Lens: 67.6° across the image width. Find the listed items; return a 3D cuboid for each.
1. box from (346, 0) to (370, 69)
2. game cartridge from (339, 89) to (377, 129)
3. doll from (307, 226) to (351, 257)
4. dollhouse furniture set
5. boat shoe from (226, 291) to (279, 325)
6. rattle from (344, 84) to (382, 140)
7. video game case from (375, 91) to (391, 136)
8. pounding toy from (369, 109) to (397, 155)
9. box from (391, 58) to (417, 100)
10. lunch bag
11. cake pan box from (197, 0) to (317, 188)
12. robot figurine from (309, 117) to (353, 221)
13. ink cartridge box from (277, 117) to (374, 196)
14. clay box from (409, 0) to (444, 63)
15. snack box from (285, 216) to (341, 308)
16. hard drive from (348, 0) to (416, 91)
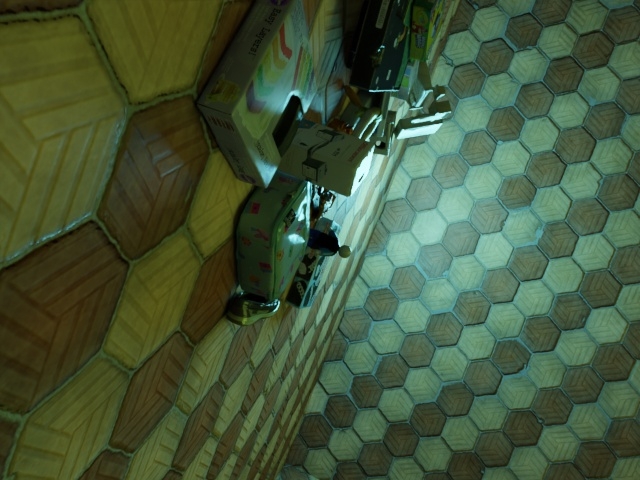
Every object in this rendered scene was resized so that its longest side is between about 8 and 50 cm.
[{"bbox_3d":[0.149,-0.555,1.326,0.147,0.078,0.180,-39,148,-64],"label":"box"},{"bbox_3d":[0.103,-0.350,1.539,0.198,0.062,0.297,88,26,-51],"label":"game cartridge"},{"bbox_3d":[0.000,0.000,1.348,0.129,0.189,0.046,-54,161,-48],"label":"doll"},{"bbox_3d":[0.359,-0.609,1.916,0.303,0.174,0.355,115,-37,-81],"label":"dollhouse furniture set"},{"bbox_3d":[-0.154,0.150,1.196,0.073,0.080,0.223,-67,164,15],"label":"boat shoe"},{"bbox_3d":[0.076,-0.314,1.369,0.199,0.143,0.130,-56,-174,33],"label":"rattle"},{"bbox_3d":[0.202,-0.513,1.554,0.285,0.025,0.204,95,-7,-52],"label":"video game case"},{"bbox_3d":[0.229,-0.418,1.826,0.206,0.094,0.181,84,21,-64],"label":"pounding toy"},{"bbox_3d":[0.293,-0.622,1.748,0.203,0.114,0.103,75,35,-70],"label":"box"},{"bbox_3d":[-0.096,-0.016,1.097,0.279,0.108,0.224,99,18,-45],"label":"lunch bag"},{"bbox_3d":[-0.093,-0.249,0.828,0.245,0.070,0.267,-63,167,-16],"label":"cake pan box"},{"bbox_3d":[0.004,-0.179,1.316,0.211,0.085,0.291,-47,155,-57],"label":"robot figurine"},{"bbox_3d":[0.006,-0.188,1.059,0.139,0.191,0.082,-55,161,-50],"label":"ink cartridge box"},{"bbox_3d":[0.284,-0.577,1.261,0.127,0.053,0.222,-65,165,-13],"label":"clay box"},{"bbox_3d":[-0.020,0.081,1.702,0.187,0.060,0.321,24,87,-78],"label":"snack box"},{"bbox_3d":[0.172,-0.499,1.198,0.339,0.064,0.236,-39,147,-62],"label":"hard drive"}]
